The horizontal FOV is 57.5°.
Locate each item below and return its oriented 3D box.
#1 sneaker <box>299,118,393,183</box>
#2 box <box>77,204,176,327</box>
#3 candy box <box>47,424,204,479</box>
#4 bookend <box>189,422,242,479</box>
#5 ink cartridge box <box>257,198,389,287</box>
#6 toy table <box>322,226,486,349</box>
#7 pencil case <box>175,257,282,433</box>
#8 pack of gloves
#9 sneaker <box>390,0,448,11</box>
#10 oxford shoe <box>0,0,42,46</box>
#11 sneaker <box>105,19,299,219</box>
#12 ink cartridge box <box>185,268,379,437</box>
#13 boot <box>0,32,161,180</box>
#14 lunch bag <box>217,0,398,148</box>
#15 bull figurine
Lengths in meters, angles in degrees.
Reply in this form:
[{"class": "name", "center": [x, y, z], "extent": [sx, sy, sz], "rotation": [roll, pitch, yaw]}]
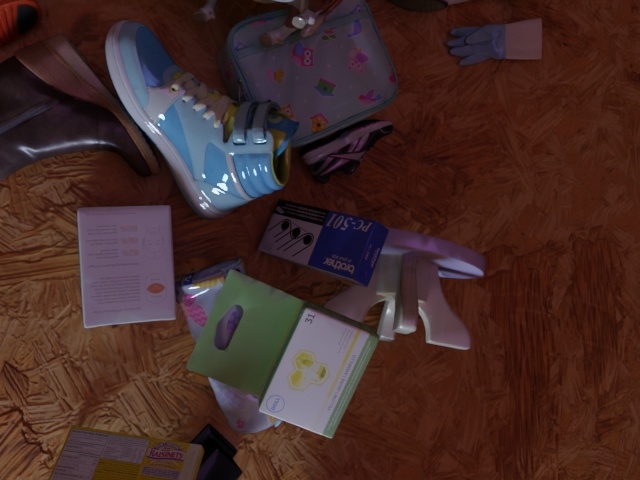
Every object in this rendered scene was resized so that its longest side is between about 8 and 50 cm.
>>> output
[{"class": "sneaker", "center": [0.050, -0.158, 1.035], "extent": [0.178, 0.072, 0.077], "rotation": [-26, 112, -13]}, {"class": "box", "center": [-0.291, 0.035, 0.871], "extent": [0.130, 0.091, 0.171], "rotation": [-3, 91, -23]}, {"class": "candy box", "center": [-0.281, 0.333, 0.836], "extent": [0.205, 0.027, 0.105], "rotation": [6, 48, 8]}, {"class": "bookend", "center": [-0.186, 0.383, 0.884], "extent": [0.156, 0.157, 0.072], "rotation": [-45, 107, -15]}, {"class": "ink cartridge box", "center": [0.000, 0.000, 0.935], "extent": [0.046, 0.207, 0.097], "rotation": [32, 77, -50]}, {"class": "toy table", "center": [0.131, 0.082, 0.984], "extent": [0.274, 0.252, 0.161], "rotation": [9, 76, 11]}, {"class": "pencil case", "center": [-0.131, 0.164, 0.924], "extent": [0.113, 0.124, 0.273], "rotation": [-35, 110, -60]}, {"class": "pack of gloves", "center": [0.338, -0.455, 1.168], "extent": [0.232, 0.046, 0.195], "rotation": [-11, 106, -19]}, {"class": "sneaker", "center": [0.146, -0.519, 1.051], "extent": [0.226, 0.086, 0.163], "rotation": [12, 89, -21]}, {"class": "oxford shoe", "center": [-0.525, -0.291, 0.780], "extent": [0.271, 0.097, 0.098], "rotation": [-32, 83, -24]}, {"class": "sneaker", "center": [-0.149, -0.193, 0.843], "extent": [0.319, 0.208, 0.127], "rotation": [61, 30, -27]}, {"class": "ink cartridge box", "center": [-0.056, 0.165, 0.848], "extent": [0.235, 0.056, 0.171], "rotation": [24, 95, -12]}, {"class": "boot", "center": [-0.381, -0.149, 0.852], "extent": [0.207, 0.090, 0.248], "rotation": [-38, 108, -5]}, {"class": "lunch bag", "center": [-0.023, -0.283, 0.971], "extent": [0.279, 0.108, 0.224], "rotation": [-26, 101, -20]}, {"class": "bull figurine", "center": [-0.114, -0.405, 0.874], "extent": [0.310, 0.101, 0.188], "rotation": [16, 66, 3]}]
